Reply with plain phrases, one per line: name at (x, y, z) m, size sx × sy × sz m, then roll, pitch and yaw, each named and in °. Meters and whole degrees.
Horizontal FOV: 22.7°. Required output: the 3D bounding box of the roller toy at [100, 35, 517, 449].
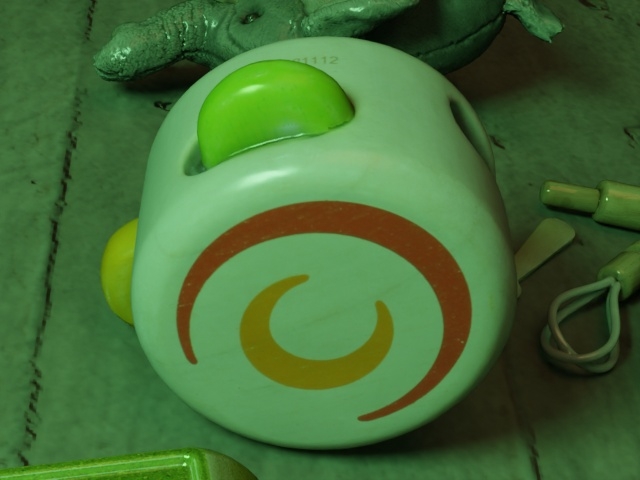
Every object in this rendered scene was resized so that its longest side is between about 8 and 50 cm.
roller toy at (0.000, 0.000, 0.830) m, size 0.191 × 0.209 × 0.146 m, roll 22°, pitch 33°, yaw -16°

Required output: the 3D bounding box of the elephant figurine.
elephant figurine at (0.007, -0.134, 1.071) m, size 0.239 × 0.186 × 0.169 m, roll -47°, pitch 112°, yaw -40°

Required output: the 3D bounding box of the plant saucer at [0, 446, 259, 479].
plant saucer at (-0.105, 0.149, 0.656) m, size 0.188 × 0.045 × 0.188 m, roll -5°, pitch 31°, yaw -9°

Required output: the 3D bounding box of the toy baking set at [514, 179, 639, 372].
toy baking set at (0.208, 0.025, 1.016) m, size 0.256 × 0.030 × 0.197 m, roll 14°, pitch 36°, yaw -5°
